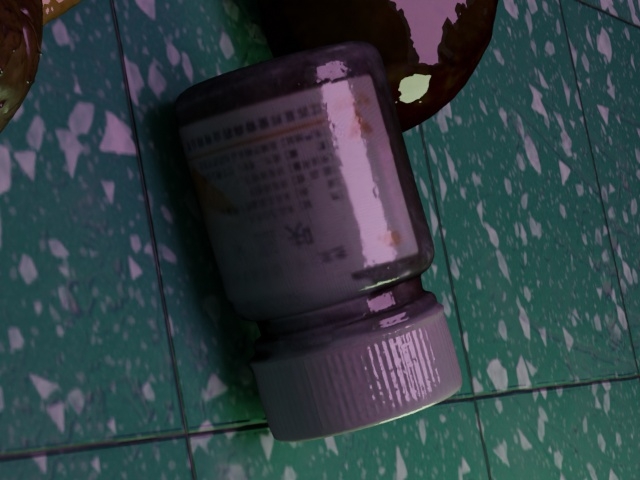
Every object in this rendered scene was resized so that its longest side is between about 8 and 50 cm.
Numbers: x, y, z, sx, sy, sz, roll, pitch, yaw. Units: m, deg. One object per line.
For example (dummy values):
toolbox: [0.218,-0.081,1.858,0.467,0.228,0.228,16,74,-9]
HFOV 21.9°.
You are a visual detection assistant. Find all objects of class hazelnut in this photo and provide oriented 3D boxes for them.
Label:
hazelnut: [0.036,-0.207,1.397,0.218,0.218,0.233,25,74,-55]

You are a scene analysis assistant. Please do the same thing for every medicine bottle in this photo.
medicine bottle: [0.000,0.000,1.239,0.165,0.165,0.273,-17,92,-62]

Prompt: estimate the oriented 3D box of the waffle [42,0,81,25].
waffle: [-0.179,-0.287,1.070,0.221,0.055,0.247,-39,112,-30]

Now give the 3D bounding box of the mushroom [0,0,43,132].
mushroom: [-0.225,-0.146,0.916,0.194,0.138,0.231,-35,115,-59]
